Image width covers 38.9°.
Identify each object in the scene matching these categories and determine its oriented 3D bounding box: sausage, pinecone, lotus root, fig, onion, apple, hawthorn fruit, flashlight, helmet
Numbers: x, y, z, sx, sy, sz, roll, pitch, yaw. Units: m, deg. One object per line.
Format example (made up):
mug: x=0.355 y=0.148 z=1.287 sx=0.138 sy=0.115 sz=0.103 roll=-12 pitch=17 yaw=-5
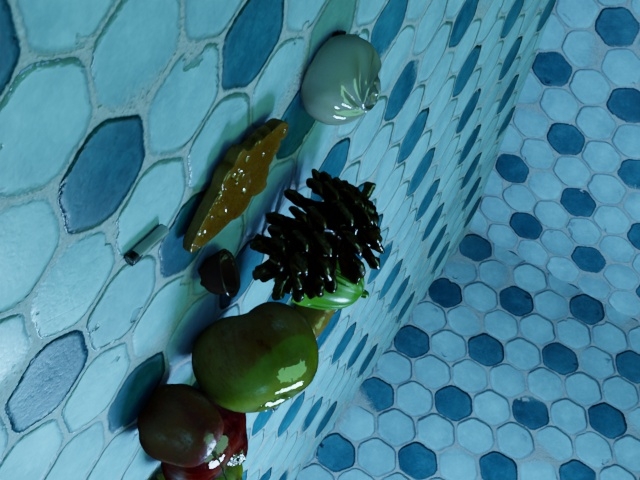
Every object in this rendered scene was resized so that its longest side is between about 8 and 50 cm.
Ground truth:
sausage: x=-0.015 y=0.170 z=2.318 sx=0.271 sy=0.108 sz=0.109 roll=-57 pitch=165 yaw=-15
pinecone: x=0.000 y=0.000 z=1.793 sx=0.309 sy=0.244 sz=0.244 roll=-36 pitch=159 yaw=-13
lotus root: x=0.040 y=0.095 z=2.132 sx=0.186 sy=0.186 sz=0.186 roll=-54 pitch=164 yaw=-23
fig: x=-0.260 y=0.586 z=2.269 sx=0.136 sy=0.120 sz=0.153 roll=-63 pitch=-171 yaw=-8
onion: x=-0.246 y=0.426 z=1.958 sx=0.248 sy=0.161 sz=0.248 roll=8 pitch=90 yaw=-70
apple: x=-0.127 y=0.232 z=1.776 sx=0.260 sy=0.194 sz=0.261 roll=-23 pitch=165 yaw=-6
hawthorn fruit: x=-0.245 y=0.366 z=1.720 sx=0.163 sy=0.203 sz=0.163 roll=-58 pitch=167 yaw=-21
flashlight: x=-0.260 y=0.007 z=1.355 sx=0.083 sy=0.018 sz=0.018 roll=-48 pitch=163 yaw=-39
helmet: x=-0.187 y=0.064 z=1.621 sx=0.111 sy=0.057 sz=0.089 roll=8 pitch=69 yaw=-79

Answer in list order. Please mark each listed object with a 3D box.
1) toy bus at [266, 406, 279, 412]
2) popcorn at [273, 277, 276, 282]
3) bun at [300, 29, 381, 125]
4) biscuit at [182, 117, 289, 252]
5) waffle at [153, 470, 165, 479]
toy bus: x=-0.144 y=0.429 z=2.448 sx=0.051 sy=0.061 sz=0.153 roll=-58 pitch=164 yaw=-3
popcorn: x=-0.072 y=0.078 z=2.034 sx=0.068 sy=0.060 sz=0.083 roll=-17 pitch=-165 yaw=48
bun: x=0.049 y=-0.282 z=1.634 sx=0.173 sy=0.119 sz=0.173 roll=-51 pitch=163 yaw=-23
biscuit: x=-0.142 y=-0.094 z=1.510 sx=0.280 sy=0.043 sz=0.183 roll=-52 pitch=160 yaw=-13
waffle: x=-0.385 y=0.583 z=1.978 sx=0.161 sy=0.046 sz=0.192 roll=-63 pitch=165 yaw=19
